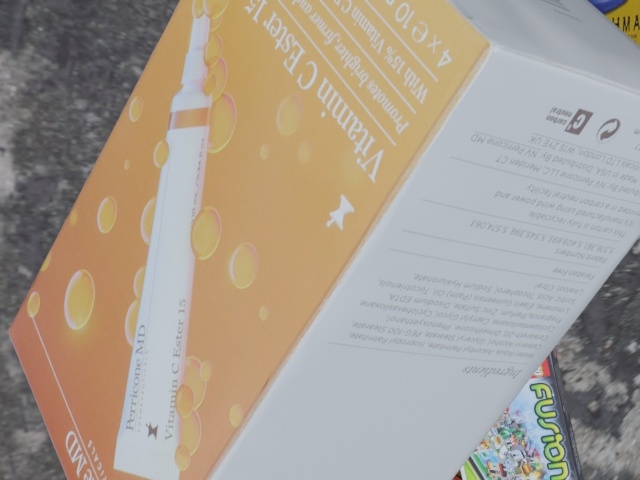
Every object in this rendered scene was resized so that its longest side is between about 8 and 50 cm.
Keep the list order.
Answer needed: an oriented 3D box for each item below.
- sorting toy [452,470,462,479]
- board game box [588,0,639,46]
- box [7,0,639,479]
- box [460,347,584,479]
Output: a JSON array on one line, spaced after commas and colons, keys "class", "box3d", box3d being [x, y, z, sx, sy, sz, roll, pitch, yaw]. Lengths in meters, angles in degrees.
[{"class": "sorting toy", "box3d": [0.165, 0.325, 1.503, 0.089, 0.257, 0.255, -39, 86, 32]}, {"class": "board game box", "box3d": [0.135, -0.286, 1.126, 0.356, 0.356, 0.356, 28, 123, 58]}, {"class": "box", "box3d": [0.000, 0.000, 0.663, 0.345, 0.168, 0.215, -58, 45, 25]}, {"class": "box", "box3d": [0.192, 0.206, 1.214, 0.114, 0.036, 0.207, -13, 92, 18]}]
